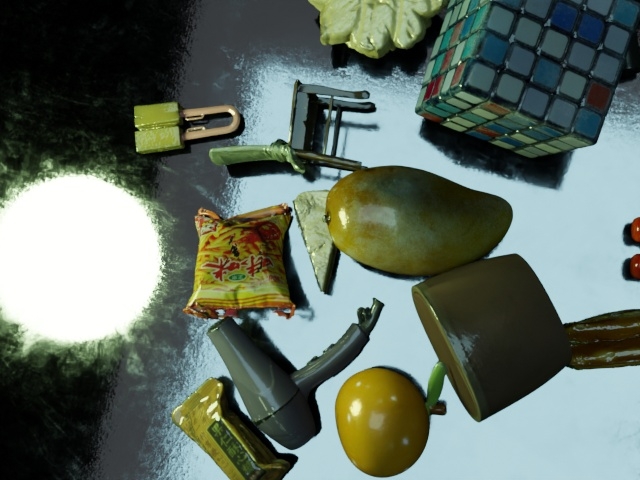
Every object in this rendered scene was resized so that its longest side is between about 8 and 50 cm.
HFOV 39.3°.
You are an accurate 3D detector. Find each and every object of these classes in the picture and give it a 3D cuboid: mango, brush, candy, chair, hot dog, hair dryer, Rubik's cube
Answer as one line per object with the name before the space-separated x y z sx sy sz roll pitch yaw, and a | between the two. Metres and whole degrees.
mango | 0.193 -0.041 1.791 0.384 0.199 0.221 0 58 -6
brush | -0.289 -0.254 1.964 0.233 0.047 0.103 -6 83 6
candy | -0.186 0.413 1.853 0.271 0.101 0.143 45 98 17
chair | -0.057 -0.234 1.875 0.319 0.160 0.186 7 90 8
hot dog | 0.598 0.194 1.773 0.269 0.072 0.115 -5 84 9
hair dryer | 0.694 -0.395 1.841 0.198 0.057 0.100 -3 84 -1
hair dryer | -0.024 0.219 1.843 0.361 0.121 0.301 -35 98 -11
Rubik's cube | 0.386 -0.345 1.717 0.293 0.287 0.292 18 86 -11

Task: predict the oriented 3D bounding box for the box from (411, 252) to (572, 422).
box | 0.330 0.177 1.718 0.216 0.301 0.301 -23 81 -2

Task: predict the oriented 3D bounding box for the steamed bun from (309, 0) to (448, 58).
steamed bun | 0.112 -0.518 1.891 0.292 0.137 0.295 42 99 6

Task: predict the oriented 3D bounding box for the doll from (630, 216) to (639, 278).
doll | 0.782 0.022 1.748 0.337 0.105 0.199 3 84 9

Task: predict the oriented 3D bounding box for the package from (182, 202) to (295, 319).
package | -0.160 0.049 1.855 0.223 0.108 0.288 -2 56 3

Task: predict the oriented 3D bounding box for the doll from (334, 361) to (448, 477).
doll | 0.149 0.351 1.762 0.236 0.213 0.213 -13 82 -2

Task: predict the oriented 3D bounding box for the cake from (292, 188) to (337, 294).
cake | -0.019 -0.006 1.876 0.117 0.086 0.220 13 86 9
